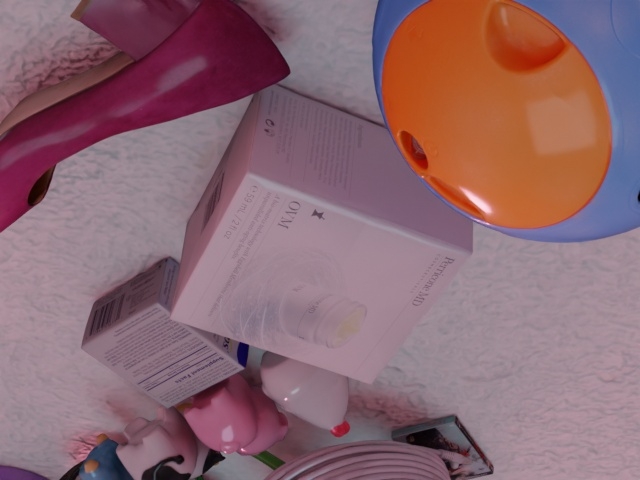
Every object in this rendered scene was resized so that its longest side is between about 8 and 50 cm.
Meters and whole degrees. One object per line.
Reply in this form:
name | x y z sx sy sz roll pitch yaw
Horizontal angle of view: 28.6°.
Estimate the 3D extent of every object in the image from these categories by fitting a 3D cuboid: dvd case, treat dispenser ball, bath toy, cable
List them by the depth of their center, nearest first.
treat dispenser ball | 0.182 -0.142 0.949 0.288 0.288 0.288 3 136 3
bath toy | -0.107 0.220 1.461 0.348 0.151 0.129 -29 106 22
cable | 0.037 0.334 1.510 0.257 0.089 0.257 21 128 -39
dvd case | 0.152 0.264 1.561 0.087 0.013 0.119 -17 132 23

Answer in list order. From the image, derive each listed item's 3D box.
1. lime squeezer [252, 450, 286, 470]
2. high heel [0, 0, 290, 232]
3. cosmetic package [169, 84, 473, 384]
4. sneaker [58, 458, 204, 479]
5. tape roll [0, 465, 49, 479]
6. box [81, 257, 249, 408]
lime squeezer | -0.007 0.342 1.644 0.110 0.059 0.310 14 147 37
high heel | -0.198 -0.084 1.156 0.181 0.127 0.377 35 126 -13
cosmetic package | 0.000 0.000 1.222 0.225 0.138 0.224 18 135 -14
sneaker | -0.184 0.380 1.623 0.344 0.146 0.134 29 131 -21
tape roll | -0.434 0.391 1.710 0.189 0.080 0.189 3 136 3
box | -0.168 0.104 1.392 0.126 0.072 0.137 -29 125 30
